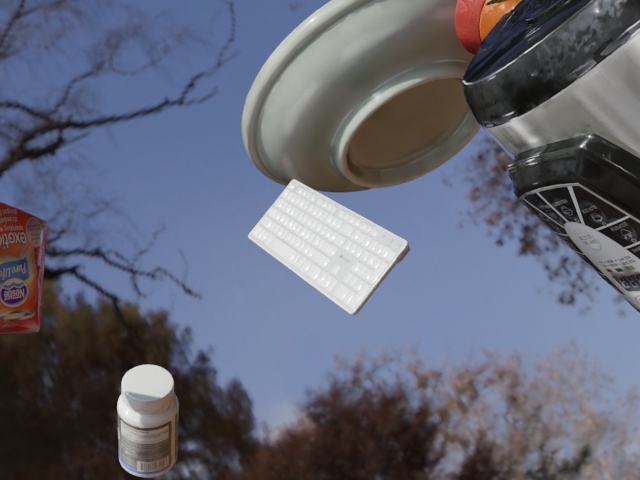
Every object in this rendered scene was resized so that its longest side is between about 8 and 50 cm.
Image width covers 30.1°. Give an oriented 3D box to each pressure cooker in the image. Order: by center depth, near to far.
[{"bbox_3d":[0.381,-0.105,1.012,0.375,0.420,0.370,-39,11,33],"label":"pressure cooker"}]

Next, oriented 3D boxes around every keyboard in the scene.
[{"bbox_3d":[0.000,0.000,1.036,0.072,0.256,0.014,-46,-65,-5],"label":"keyboard"}]

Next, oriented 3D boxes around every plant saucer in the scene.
[{"bbox_3d":[0.100,-0.171,1.512,0.400,0.100,0.400,-21,-30,-13],"label":"plant saucer"}]

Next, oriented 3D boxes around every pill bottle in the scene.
[{"bbox_3d":[-0.221,0.230,1.522,0.078,0.078,0.137,-16,-48,-27],"label":"pill bottle"}]

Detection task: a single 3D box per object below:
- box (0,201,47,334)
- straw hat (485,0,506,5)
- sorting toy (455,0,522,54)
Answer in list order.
[{"bbox_3d":[-0.418,0.032,1.195,0.257,0.123,0.128,-4,-15,21],"label":"box"},{"bbox_3d":[0.137,-0.180,0.630,0.144,0.061,0.144,-23,3,2],"label":"straw hat"},{"bbox_3d":[0.214,-0.332,1.221,0.127,0.126,0.365,-29,-47,-22],"label":"sorting toy"}]
